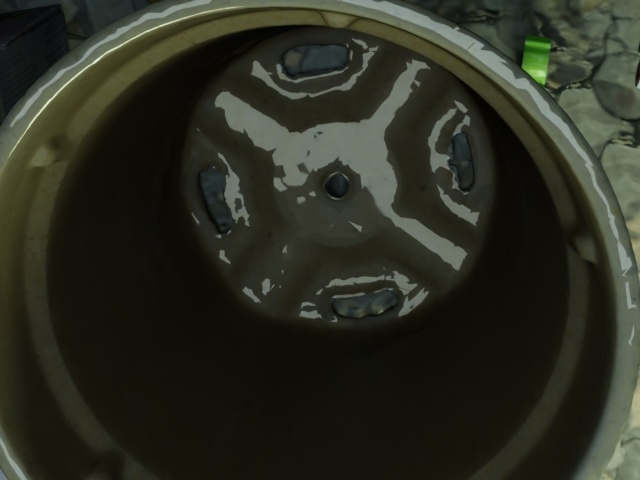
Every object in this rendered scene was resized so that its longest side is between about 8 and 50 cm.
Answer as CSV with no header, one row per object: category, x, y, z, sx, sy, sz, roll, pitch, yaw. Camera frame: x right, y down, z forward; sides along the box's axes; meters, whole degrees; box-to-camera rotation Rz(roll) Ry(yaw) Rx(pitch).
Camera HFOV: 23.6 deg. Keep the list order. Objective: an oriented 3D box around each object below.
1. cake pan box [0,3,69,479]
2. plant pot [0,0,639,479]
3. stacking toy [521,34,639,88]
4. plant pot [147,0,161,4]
cake pan box,-0.191,0.001,0.916,0.070,0.267,0.245,-7,108,5
plant pot,0.000,0.000,0.875,0.334,0.305,0.333,2,107,6
stacking toy,0.211,-0.142,0.902,0.167,0.052,0.221,10,137,3
plant pot,-0.067,-0.184,0.933,0.134,0.134,0.095,-24,127,12
